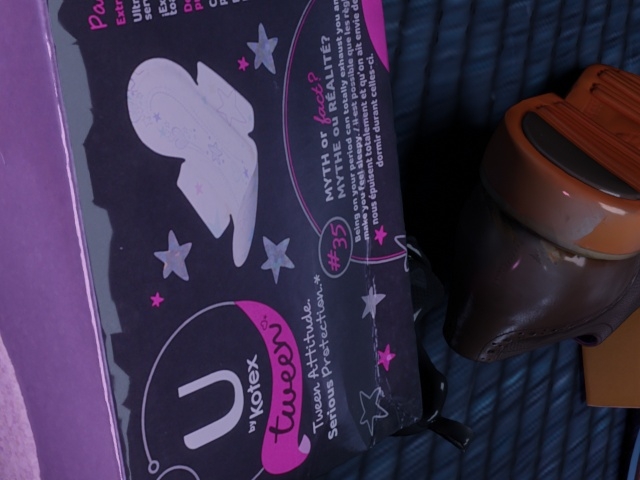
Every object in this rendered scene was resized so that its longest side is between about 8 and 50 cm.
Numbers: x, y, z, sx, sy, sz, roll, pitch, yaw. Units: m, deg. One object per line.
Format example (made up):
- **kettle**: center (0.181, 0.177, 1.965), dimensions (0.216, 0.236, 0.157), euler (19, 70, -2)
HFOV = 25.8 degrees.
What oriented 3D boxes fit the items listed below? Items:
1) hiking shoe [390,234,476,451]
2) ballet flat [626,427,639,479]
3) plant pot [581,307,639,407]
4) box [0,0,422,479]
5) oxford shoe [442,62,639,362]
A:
- **hiking shoe**: center (0.000, 0.000, 0.608), dimensions (0.086, 0.114, 0.227), euler (-55, 133, -32)
- **ballet flat**: center (0.314, 0.072, 1.010), dimensions (0.123, 0.123, 0.348), euler (38, 66, -47)
- **plant pot**: center (0.221, 0.057, 0.923), dimensions (0.081, 0.081, 0.083), euler (-27, 108, -46)
- **box**: center (-0.081, -0.043, 0.464), dimensions (0.142, 0.163, 0.247), euler (-20, 109, -45)
- **oxford shoe**: center (0.171, -0.019, 0.848), dimensions (0.363, 0.130, 0.133), euler (-14, 137, -56)
